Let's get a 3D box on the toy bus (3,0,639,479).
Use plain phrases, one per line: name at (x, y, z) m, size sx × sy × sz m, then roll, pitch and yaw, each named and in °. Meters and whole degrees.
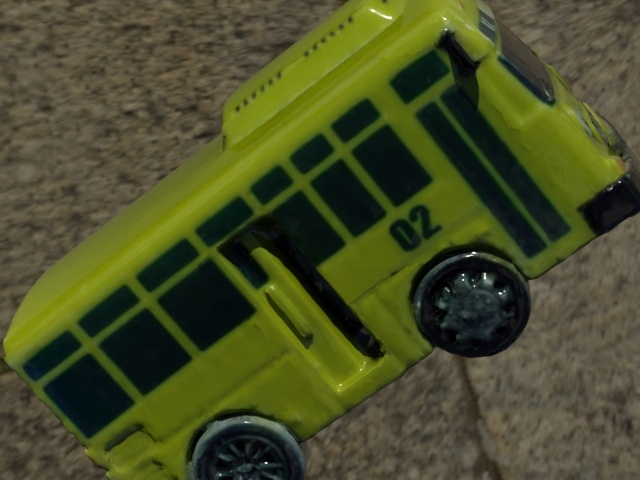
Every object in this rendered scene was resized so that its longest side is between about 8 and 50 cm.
toy bus at (0.000, 0.000, 0.652) m, size 0.262 × 0.128 × 0.150 m, roll -37°, pitch 102°, yaw 14°
